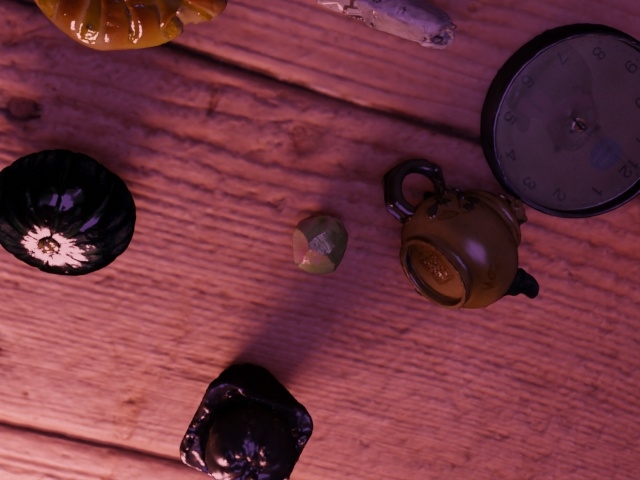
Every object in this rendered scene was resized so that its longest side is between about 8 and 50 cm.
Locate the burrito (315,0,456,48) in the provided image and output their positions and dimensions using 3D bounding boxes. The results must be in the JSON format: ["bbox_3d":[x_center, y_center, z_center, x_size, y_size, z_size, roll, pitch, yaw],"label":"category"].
[{"bbox_3d":[0.086,-0.307,1.193,0.203,0.064,0.064,20,106,-10],"label":"burrito"}]

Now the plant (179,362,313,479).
[{"bbox_3d":[-0.104,0.268,1.268,0.164,0.256,0.141,25,99,-11],"label":"plant"}]

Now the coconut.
[{"bbox_3d":[0.000,0.000,1.281,0.083,0.081,0.082,30,145,-10],"label":"coconut"}]

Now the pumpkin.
[{"bbox_3d":[-0.343,-0.034,1.194,0.194,0.150,0.194,2,111,5],"label":"pumpkin"}]

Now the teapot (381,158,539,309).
[{"bbox_3d":[0.204,-0.013,1.268,0.182,0.173,0.269,-39,87,-26],"label":"teapot"}]

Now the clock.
[{"bbox_3d":[0.368,-0.163,1.274,0.281,0.055,0.280,-2,109,-5],"label":"clock"}]

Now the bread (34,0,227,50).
[{"bbox_3d":[-0.189,-0.288,0.890,0.213,0.105,0.213,-1,107,-4],"label":"bread"}]
